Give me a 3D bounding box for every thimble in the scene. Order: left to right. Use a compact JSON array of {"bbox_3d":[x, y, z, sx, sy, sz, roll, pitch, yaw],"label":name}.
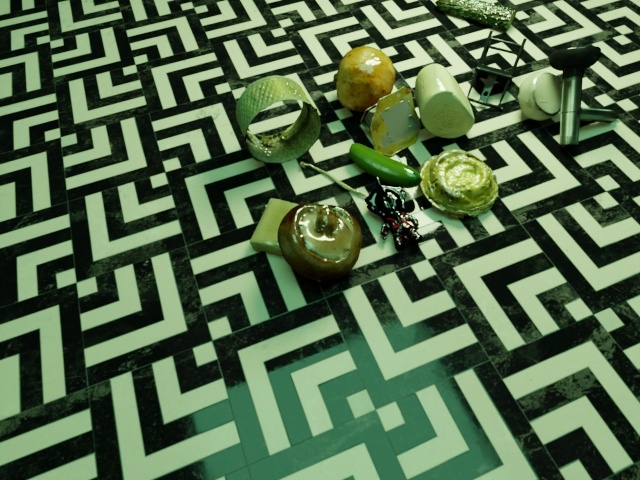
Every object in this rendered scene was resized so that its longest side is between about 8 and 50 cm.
[{"bbox_3d":[-0.146,-0.403,1.522,0.270,0.271,0.150,-19,57,-11],"label":"thimble"}]

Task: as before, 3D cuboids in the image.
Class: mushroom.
[{"bbox_3d":[0.000,0.000,1.305,0.253,0.153,0.253,7,64,-16],"label":"mushroom"},{"bbox_3d":[0.048,-0.206,1.532,0.286,0.026,0.028,29,78,17],"label":"mushroom"}]

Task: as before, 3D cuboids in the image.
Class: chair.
[{"bbox_3d":[0.670,-0.641,1.737,0.154,0.141,0.260,22,104,16],"label":"chair"}]

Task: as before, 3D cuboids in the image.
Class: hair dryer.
[{"bbox_3d":[0.927,-0.508,1.604,0.284,0.321,0.155,-18,16,-38],"label":"hair dryer"}]

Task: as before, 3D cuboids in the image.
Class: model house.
[{"bbox_3d":[0.227,-0.421,1.616,0.219,0.208,0.136,-34,29,-15],"label":"model house"}]

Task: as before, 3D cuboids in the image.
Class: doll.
[{"bbox_3d":[0.222,-0.087,1.414,0.127,0.088,0.249,-13,64,-31],"label":"doll"}]

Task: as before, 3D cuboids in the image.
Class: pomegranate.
[{"bbox_3d":[0.157,-0.593,1.666,0.248,0.248,0.248,-1,56,1],"label":"pomegranate"}]

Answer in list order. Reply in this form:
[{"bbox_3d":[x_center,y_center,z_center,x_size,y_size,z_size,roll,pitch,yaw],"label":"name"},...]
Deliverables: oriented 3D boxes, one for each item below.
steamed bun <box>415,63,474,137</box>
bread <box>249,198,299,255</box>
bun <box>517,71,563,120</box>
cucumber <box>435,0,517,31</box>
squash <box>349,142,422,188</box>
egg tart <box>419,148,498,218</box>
[{"bbox_3d":[0.424,-0.481,1.591,0.154,0.250,0.200,-27,50,29],"label":"steamed bun"},{"bbox_3d":[-0.127,-0.039,1.401,0.139,0.060,0.178,16,58,12],"label":"bread"},{"bbox_3d":[0.793,-0.521,1.649,0.172,0.120,0.173,0,89,-21],"label":"bun"},{"bbox_3d":[0.682,-1.030,2.014,0.359,0.096,0.096,30,62,21],"label":"cucumber"},{"bbox_3d":[0.208,-0.244,1.509,0.292,0.082,0.082,32,63,30],"label":"squash"},{"bbox_3d":[0.451,-0.202,1.471,0.278,0.095,0.279,0,55,0],"label":"egg tart"}]
